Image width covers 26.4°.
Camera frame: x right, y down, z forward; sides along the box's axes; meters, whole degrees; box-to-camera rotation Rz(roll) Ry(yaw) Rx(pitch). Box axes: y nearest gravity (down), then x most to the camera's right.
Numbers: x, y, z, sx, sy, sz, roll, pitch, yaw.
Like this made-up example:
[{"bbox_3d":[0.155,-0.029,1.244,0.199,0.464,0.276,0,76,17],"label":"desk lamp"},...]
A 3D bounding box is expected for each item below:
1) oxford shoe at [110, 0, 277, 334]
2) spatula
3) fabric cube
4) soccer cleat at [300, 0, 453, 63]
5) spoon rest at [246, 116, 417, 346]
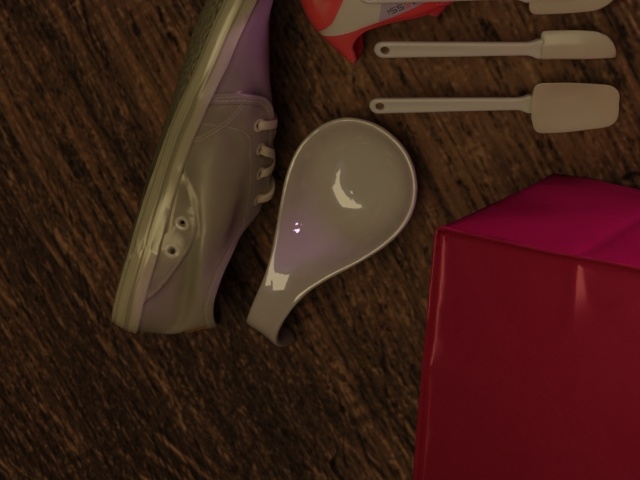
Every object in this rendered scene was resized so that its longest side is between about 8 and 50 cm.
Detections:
[{"bbox_3d":[-0.100,-0.100,1.395,0.130,0.169,0.449,16,108,-8],"label":"oxford shoe"},{"bbox_3d":[0.160,-0.176,1.287,0.242,0.019,0.168,-1,127,8],"label":"spatula"},{"bbox_3d":[0.259,0.102,1.216,0.259,0.258,0.254,13,107,28],"label":"fabric cube"},{"bbox_3d":[0.120,-0.280,1.284,0.318,0.108,0.116,-25,107,27],"label":"soccer cleat"},{"bbox_3d":[0.000,0.000,1.410,0.137,0.084,0.276,34,114,10],"label":"spoon rest"}]
